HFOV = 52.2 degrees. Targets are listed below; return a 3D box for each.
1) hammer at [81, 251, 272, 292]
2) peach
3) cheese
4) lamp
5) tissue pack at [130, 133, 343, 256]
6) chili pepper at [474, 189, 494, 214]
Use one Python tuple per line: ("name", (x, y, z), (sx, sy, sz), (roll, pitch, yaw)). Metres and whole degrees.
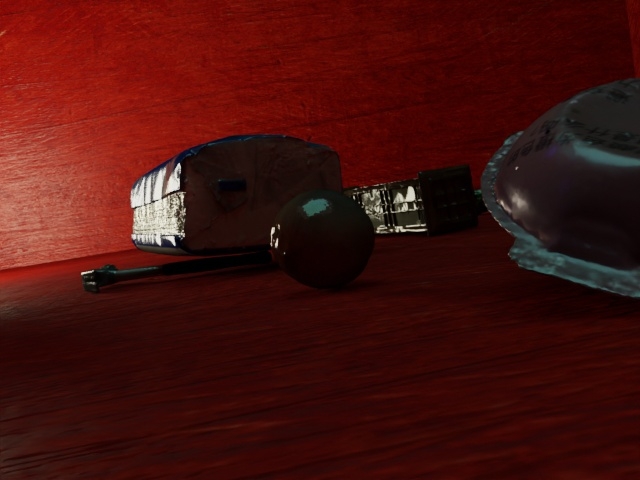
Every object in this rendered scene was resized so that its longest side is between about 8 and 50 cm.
("hammer", (-0.185, 0.036, 0.833), (0.246, 0.029, 0.103), (-7, 3, 7))
("peach", (0.000, 0.000, 0.513), (0.083, 0.083, 0.083), (-9, 3, 1))
("cheese", (0.203, -0.057, 0.369), (0.189, 0.074, 0.286), (17, 43, 37))
("lamp", (0.103, -0.051, 1.011), (0.090, 0.089, 0.325), (-12, 3, -25))
("tissue pack", (-0.119, -0.053, 0.833), (0.209, 0.137, 0.269), (-9, 4, -26))
("chili pepper", (0.277, -0.068, 1.158), (0.182, 0.050, 0.073), (-5, -2, 22))
